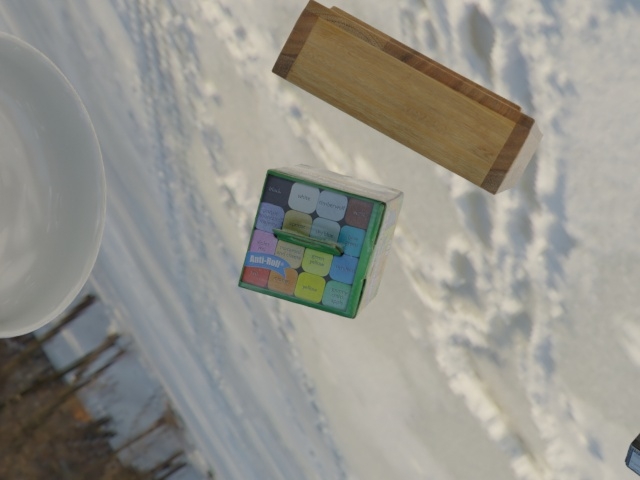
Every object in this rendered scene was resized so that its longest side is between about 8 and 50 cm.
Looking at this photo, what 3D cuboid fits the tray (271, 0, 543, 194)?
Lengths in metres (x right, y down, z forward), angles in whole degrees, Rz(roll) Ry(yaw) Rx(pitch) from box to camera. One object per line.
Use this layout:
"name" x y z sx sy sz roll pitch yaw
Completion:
"tray" 0.103 -0.126 1.165 0.203 0.076 0.411 29 -171 8

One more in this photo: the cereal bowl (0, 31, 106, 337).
"cereal bowl" -0.402 -0.058 1.380 0.141 0.339 0.339 -6 123 32

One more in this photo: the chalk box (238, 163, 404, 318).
"chalk box" 0.000 0.000 1.322 0.132 0.132 0.213 17 -171 9

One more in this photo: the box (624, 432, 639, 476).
"box" 0.509 0.241 1.364 0.270 0.216 0.060 36 156 25
